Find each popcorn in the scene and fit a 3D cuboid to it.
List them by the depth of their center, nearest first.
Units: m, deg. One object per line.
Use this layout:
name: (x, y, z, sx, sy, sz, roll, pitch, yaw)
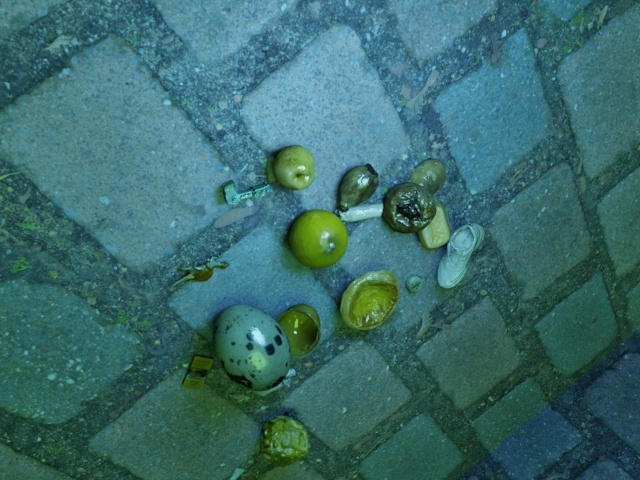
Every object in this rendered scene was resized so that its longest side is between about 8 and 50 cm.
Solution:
popcorn: (-0.176, 0.959, 2.100, 0.249, 0.225, 0.249, -8, 131, -9)

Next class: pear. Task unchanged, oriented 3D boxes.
pear: (-0.091, -0.265, 1.613, 0.178, 0.178, 0.178, -8, 115, -18)

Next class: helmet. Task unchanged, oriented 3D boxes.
helmet: (-0.084, 0.365, 1.906, 0.205, 0.140, 0.257, 28, 125, 3)

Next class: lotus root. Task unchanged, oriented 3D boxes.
lotus root: (0.144, -0.212, 1.753, 0.138, 0.138, 0.214, 38, 96, -30)

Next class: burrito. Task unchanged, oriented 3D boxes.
burrito: (0.170, -0.121, 1.830, 0.225, 0.087, 0.060, -10, 121, -14)

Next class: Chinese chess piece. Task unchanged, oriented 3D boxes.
Chinese chess piece: (0.453, 0.210, 2.110, 0.084, 0.034, 0.084, -9, 115, -19)

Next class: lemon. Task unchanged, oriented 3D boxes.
lemon: (0.000, 0.000, 1.735, 0.240, 0.219, 0.241, -7, 110, -20)

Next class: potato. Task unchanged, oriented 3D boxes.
potato: (0.466, -0.256, 1.887, 0.164, 0.081, 0.200, 36, 94, -29)

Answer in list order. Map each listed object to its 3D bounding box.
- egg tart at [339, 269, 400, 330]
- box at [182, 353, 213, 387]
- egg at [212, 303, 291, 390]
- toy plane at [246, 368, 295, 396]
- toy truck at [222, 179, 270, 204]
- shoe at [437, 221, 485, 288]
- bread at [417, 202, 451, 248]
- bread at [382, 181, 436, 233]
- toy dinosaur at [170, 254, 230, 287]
egg tart: (0.214, 0.258, 1.985, 0.318, 0.128, 0.319, -10, 117, -19)
box: (-0.530, 0.567, 1.887, 0.086, 0.023, 0.155, 17, 106, -30)
egg: (-0.278, 0.429, 1.772, 0.287, 0.287, 0.379, -26, 95, -9)
toy plane: (-0.228, 0.625, 1.956, 0.244, 0.117, 0.245, -24, 162, -8)
toy truck: (-0.277, -0.193, 1.628, 0.175, 0.067, 0.081, -17, 117, -14)
shoe: (0.627, 0.062, 2.015, 0.210, 0.132, 0.342, 15, 104, -60)
bread: (0.498, -0.070, 1.967, 0.147, 0.098, 0.217, -21, 113, -4)
bread: (0.367, -0.132, 1.833, 0.229, 0.123, 0.230, 7, 114, 15)
toy dinosaur: (-0.473, 0.124, 1.709, 0.212, 0.057, 0.142, -39, 140, 11)
